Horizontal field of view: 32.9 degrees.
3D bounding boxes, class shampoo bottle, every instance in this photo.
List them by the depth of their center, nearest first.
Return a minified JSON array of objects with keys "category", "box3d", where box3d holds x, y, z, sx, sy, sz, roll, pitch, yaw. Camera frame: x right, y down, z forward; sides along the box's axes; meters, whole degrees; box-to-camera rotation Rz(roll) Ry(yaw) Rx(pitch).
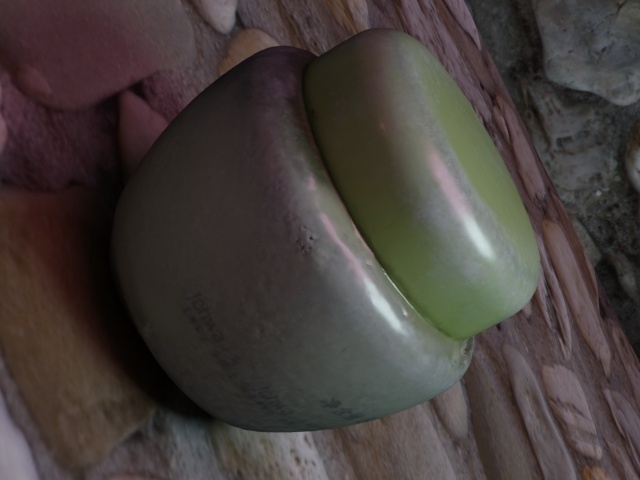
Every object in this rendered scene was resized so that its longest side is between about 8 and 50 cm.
[{"category":"shampoo bottle","box3d":[0.000,0.000,0.921,0.322,0.317,0.322,50,20,-25]}]
